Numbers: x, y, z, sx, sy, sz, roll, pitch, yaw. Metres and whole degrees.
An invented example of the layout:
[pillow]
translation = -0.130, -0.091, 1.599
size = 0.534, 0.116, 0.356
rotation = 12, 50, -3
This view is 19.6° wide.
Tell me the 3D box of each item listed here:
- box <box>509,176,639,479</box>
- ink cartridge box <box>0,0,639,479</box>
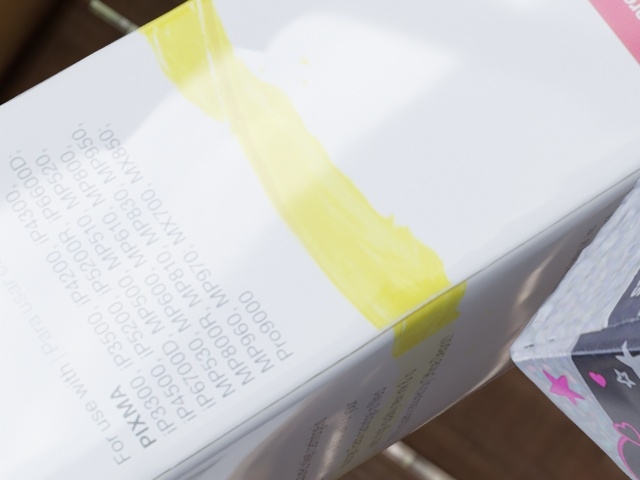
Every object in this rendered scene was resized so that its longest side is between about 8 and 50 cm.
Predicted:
[box]
translation = 0.179, -0.030, 0.330
size = 0.247, 0.142, 0.163
rotation = -49, 12, -18
[ink cartridge box]
translation = 0.000, 0.000, 0.802
size = 0.385, 0.160, 0.279
rotation = -32, -13, -16
